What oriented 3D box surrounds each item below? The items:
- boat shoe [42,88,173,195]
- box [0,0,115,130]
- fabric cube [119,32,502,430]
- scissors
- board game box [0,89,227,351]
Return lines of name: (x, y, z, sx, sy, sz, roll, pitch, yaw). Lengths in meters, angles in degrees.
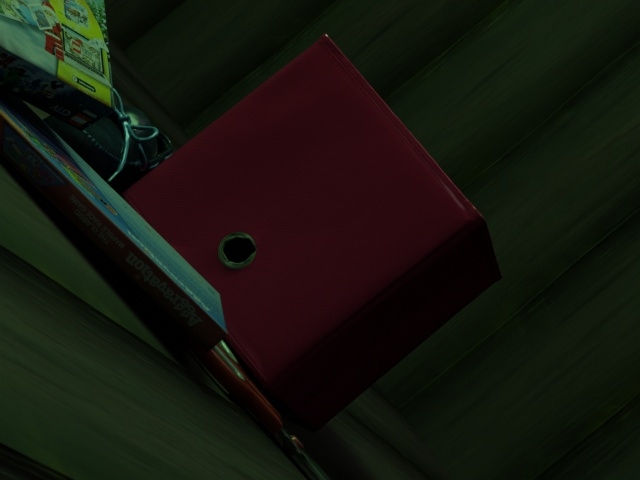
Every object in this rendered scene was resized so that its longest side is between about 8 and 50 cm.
boat shoe: (-0.208, -0.103, 1.576, 0.109, 0.089, 0.258, 50, 3, 2)
box: (-0.269, -0.206, 1.324, 0.233, 0.044, 0.159, 29, 42, -47)
fabric cube: (0.000, 0.000, 1.617, 0.254, 0.258, 0.259, 52, -1, 18)
scissors: (-0.037, 0.170, 1.420, 0.297, 0.021, 0.109, 51, 0, 4)
board game box: (-0.187, -0.027, 1.347, 0.281, 0.027, 0.145, 45, 2, -12)
